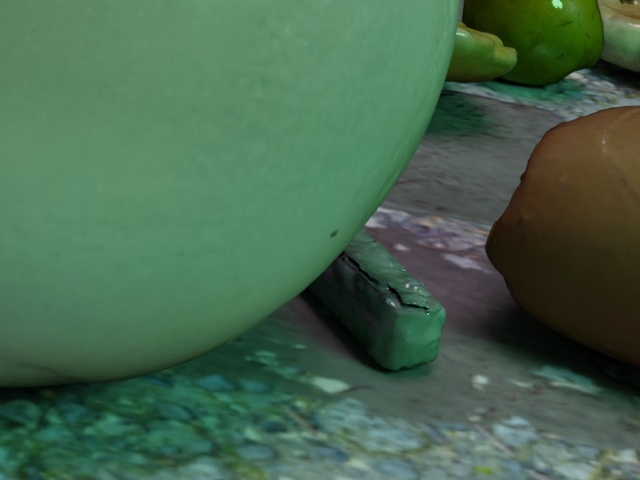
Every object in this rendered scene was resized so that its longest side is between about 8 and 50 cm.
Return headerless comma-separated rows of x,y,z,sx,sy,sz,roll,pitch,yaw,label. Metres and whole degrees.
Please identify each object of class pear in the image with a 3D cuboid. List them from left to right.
0.137,-0.139,1.247,0.097,0.092,0.092,26,19,-14,pear

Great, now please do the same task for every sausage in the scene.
0.217,0.023,0.838,0.304,0.121,0.121,19,23,25,sausage

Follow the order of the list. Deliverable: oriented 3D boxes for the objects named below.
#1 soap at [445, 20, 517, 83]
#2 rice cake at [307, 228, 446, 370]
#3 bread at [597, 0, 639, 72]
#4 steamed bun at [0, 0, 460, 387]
-0.110,-0.171,1.163,0.427,0.115,0.306,1,24,-24,soap
-0.001,0.001,0.903,0.033,0.033,0.207,1,23,-28,rice cake
0.323,-0.133,1.363,0.316,0.054,0.316,9,21,-3,bread
-0.100,-0.102,0.723,0.324,0.324,0.206,3,2,-20,steamed bun
